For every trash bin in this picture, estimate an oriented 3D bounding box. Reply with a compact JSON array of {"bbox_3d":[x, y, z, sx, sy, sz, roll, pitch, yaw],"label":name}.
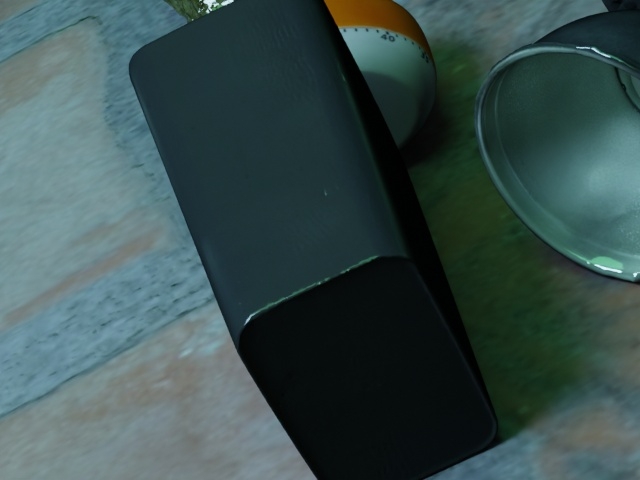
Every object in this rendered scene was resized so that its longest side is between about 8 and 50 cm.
[{"bbox_3d":[0.000,0.000,0.967,0.115,0.165,0.225,-26,41,3],"label":"trash bin"}]

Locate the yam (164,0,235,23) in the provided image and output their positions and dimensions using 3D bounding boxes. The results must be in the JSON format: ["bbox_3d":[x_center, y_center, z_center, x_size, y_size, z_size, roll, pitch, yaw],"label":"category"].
[{"bbox_3d":[-0.007,-0.254,1.304,0.259,0.106,0.106,-36,39,-11],"label":"yam"}]

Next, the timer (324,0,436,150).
[{"bbox_3d":[0.002,-0.103,1.127,0.136,0.099,0.136,-7,45,7],"label":"timer"}]

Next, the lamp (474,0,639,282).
[{"bbox_3d":[0.197,-0.101,0.998,0.172,0.147,0.227,-16,25,53],"label":"lamp"}]
